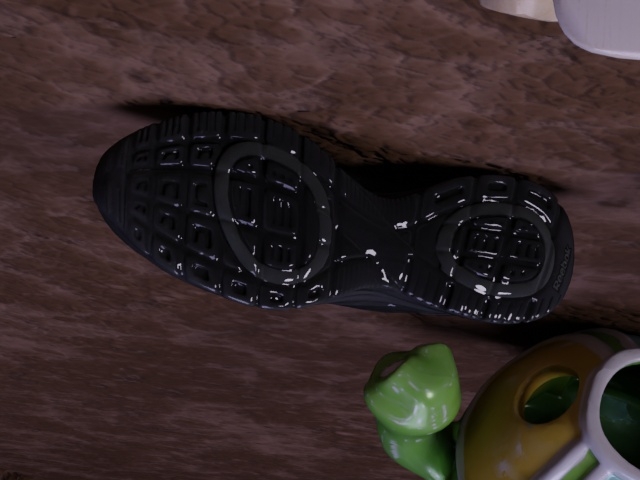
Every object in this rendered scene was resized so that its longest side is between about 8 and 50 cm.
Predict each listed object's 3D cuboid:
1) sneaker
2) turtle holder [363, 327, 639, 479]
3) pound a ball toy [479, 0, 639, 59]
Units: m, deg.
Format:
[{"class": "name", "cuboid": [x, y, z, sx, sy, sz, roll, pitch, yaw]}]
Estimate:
[{"class": "sneaker", "cuboid": [0.000, 0.000, 1.076, 0.286, 0.109, 0.130, 14, 170, -19]}, {"class": "turtle holder", "cuboid": [0.211, 0.164, 1.437, 0.320, 0.243, 0.227, 44, 152, 12]}, {"class": "pound a ball toy", "cuboid": [0.189, -0.123, 0.518, 0.319, 0.136, 0.208, 3, -170, 14]}]
